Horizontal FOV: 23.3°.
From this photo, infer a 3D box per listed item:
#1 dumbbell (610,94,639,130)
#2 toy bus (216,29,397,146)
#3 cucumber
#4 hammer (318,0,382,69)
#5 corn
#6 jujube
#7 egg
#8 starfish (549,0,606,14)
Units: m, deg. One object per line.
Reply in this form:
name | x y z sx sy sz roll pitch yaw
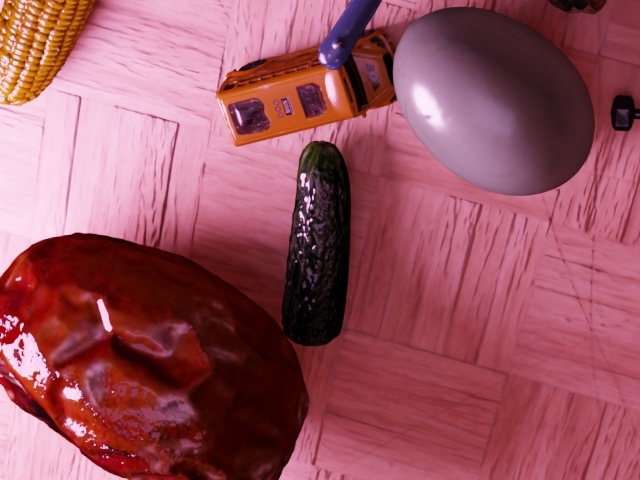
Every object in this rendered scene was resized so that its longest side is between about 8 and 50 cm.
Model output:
dumbbell | 0.349 -0.133 1.643 0.083 0.040 0.036 4 83 12
toy bus | -0.010 -0.162 1.691 0.194 0.088 0.083 -13 110 18
cucumber | -0.001 0.000 1.771 0.074 0.074 0.241 10 114 10
hammer | 0.059 -0.261 1.613 0.116 0.069 0.194 33 94 -2
corn | -0.291 -0.273 1.707 0.102 0.102 0.313 29 117 0
jujube | -0.197 0.149 1.773 0.376 0.276 0.276 23 117 5
egg | 0.178 -0.145 1.607 0.231 0.168 0.168 39 117 -2
starfish | 0.225 -0.310 1.570 0.190 0.074 0.146 23 141 8
